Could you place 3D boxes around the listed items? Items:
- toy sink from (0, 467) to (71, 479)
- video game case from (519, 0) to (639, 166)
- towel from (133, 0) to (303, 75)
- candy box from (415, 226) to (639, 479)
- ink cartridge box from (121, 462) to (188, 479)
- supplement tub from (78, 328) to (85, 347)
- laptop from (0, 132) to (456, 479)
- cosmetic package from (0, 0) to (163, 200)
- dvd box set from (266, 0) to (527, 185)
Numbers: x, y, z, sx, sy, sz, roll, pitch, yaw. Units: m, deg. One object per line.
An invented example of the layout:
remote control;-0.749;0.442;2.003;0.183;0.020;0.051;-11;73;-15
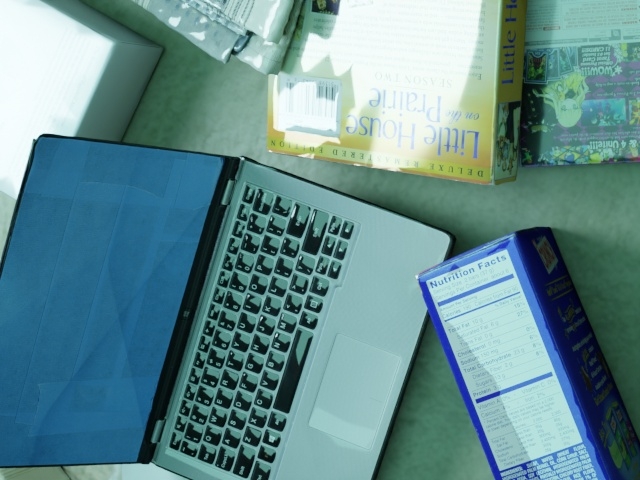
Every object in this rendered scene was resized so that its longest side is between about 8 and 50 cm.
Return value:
toy sink;-0.378;0.352;1.978;0.153;0.131;0.234;-42;79;16
video game case;0.325;-0.187;1.742;0.232;0.042;0.210;-2;93;20
towel;-0.119;-0.379;1.809;0.312;0.056;0.324;32;117;30
candy box;0.228;0.151;1.680;0.122;0.268;0.317;-22;86;16
ink cartridge box;-0.116;0.311;1.923;0.239;0.060;0.275;0;94;21
supplement tub;-0.280;0.077;1.888;0.144;0.199;0.144;2;95;19
laptop;-0.123;0.117;1.744;0.408;0.236;0.382;21;105;12
cosmetic package;-0.344;-0.181;1.926;0.224;0.138;0.224;31;103;16
dvd box set;0.081;-0.285;1.744;0.307;0.062;0.420;10;104;36
